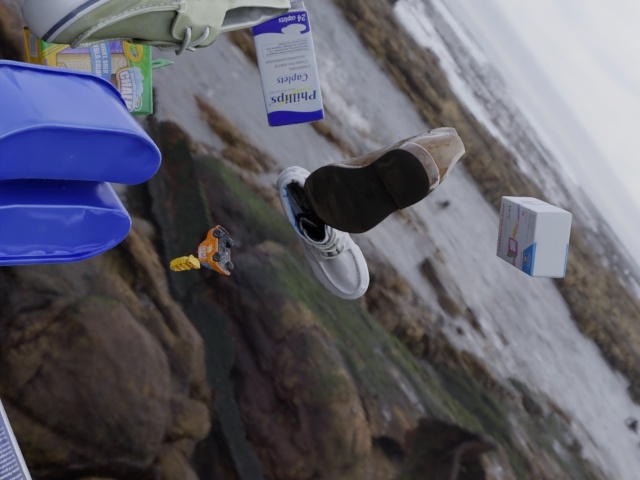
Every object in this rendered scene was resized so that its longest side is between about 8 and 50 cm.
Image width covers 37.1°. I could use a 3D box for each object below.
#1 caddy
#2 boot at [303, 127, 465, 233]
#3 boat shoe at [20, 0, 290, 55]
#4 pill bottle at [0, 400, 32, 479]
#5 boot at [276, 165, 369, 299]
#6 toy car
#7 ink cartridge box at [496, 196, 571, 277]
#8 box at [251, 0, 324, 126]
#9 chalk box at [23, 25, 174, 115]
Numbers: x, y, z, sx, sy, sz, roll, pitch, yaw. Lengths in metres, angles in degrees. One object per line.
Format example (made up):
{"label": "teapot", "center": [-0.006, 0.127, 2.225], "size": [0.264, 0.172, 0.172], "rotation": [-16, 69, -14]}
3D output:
{"label": "caddy", "center": [-0.382, -0.107, 1.254], "size": [0.341, 0.241, 0.179], "rotation": [-1, 38, -50]}
{"label": "boot", "center": [0.091, -0.090, 1.391], "size": [0.115, 0.305, 0.112], "rotation": [-36, 102, -34]}
{"label": "boat shoe", "center": [-0.119, -0.211, 0.822], "size": [0.302, 0.109, 0.094], "rotation": [-36, 101, -47]}
{"label": "pill bottle", "center": [-0.324, 0.223, 0.894], "size": [0.094, 0.094, 0.169], "rotation": [-23, 92, -75]}
{"label": "boot", "center": [0.000, 0.000, 1.601], "size": [0.258, 0.095, 0.123], "rotation": [58, 7, -10]}
{"label": "toy car", "center": [-0.143, 0.011, 1.110], "size": [0.122, 0.040, 0.060], "rotation": [16, 63, -68]}
{"label": "ink cartridge box", "center": [0.286, -0.007, 1.289], "size": [0.122, 0.052, 0.088], "rotation": [-131, -136, -74]}
{"label": "box", "center": [-0.043, -0.225, 1.206], "size": [0.126, 0.072, 0.137], "rotation": [-98, 178, -71]}
{"label": "chalk box", "center": [-0.336, -0.262, 1.470], "size": [0.213, 0.132, 0.132], "rotation": [-5, 15, -28]}
